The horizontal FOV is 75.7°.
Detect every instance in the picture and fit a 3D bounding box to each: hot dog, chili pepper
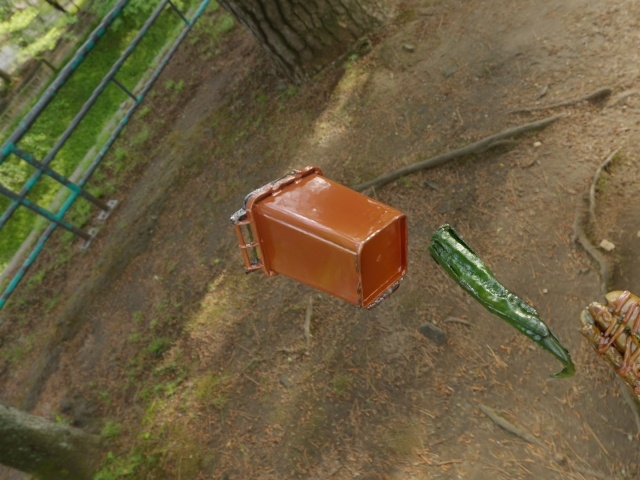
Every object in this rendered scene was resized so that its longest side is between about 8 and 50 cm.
[{"bbox_3d":[0.707,0.269,0.862,0.349,0.117,0.158,55,129,18],"label":"hot dog"},{"bbox_3d":[0.337,0.110,0.798,0.359,0.076,0.085,55,130,35],"label":"chili pepper"}]

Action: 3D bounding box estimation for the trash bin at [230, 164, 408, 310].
[{"bbox_3d":[0.000,0.000,0.633,0.184,0.161,0.238,-32,40,-32],"label":"trash bin"}]
